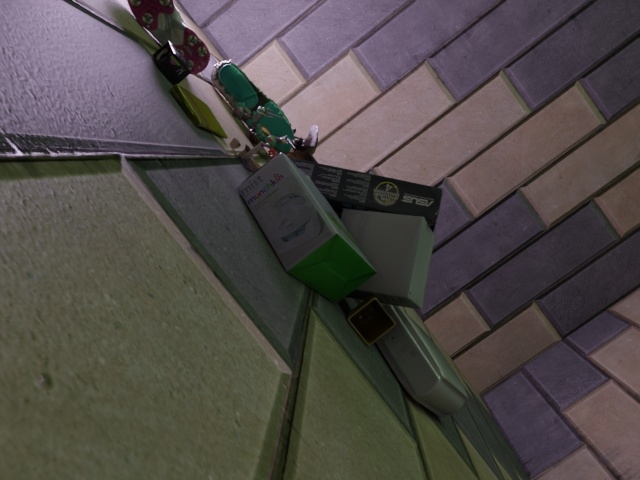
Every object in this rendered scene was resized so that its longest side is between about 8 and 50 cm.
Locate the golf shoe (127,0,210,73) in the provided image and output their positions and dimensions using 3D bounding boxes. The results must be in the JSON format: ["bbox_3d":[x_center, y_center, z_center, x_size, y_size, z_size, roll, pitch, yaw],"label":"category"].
[{"bbox_3d":[-0.421,-0.583,1.523,0.306,0.115,0.140,57,-6,-25],"label":"golf shoe"}]

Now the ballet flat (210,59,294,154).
[{"bbox_3d":[-0.249,-0.486,2.084,0.409,0.147,0.147,50,7,-27],"label":"ballet flat"}]

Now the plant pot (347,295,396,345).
[{"bbox_3d":[0.109,0.175,1.298,0.081,0.081,0.083,52,-1,-10],"label":"plant pot"}]

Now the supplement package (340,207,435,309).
[{"bbox_3d":[0.147,0.045,1.360,0.203,0.194,0.149,8,-14,25],"label":"supplement package"}]

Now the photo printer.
[{"bbox_3d":[0.258,0.315,1.458,0.307,0.107,0.256,45,11,-52],"label":"photo printer"}]

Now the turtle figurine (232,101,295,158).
[{"bbox_3d":[-0.193,-0.375,1.915,0.234,0.118,0.175,41,-10,34],"label":"turtle figurine"}]

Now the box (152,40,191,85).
[{"bbox_3d":[-0.340,-0.406,1.305,0.062,0.052,0.083,46,11,-42],"label":"box"}]

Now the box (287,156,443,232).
[{"bbox_3d":[0.110,-0.096,1.495,0.395,0.097,0.318,13,-11,9],"label":"box"}]

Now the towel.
[{"bbox_3d":[-0.275,-0.289,1.313,0.102,0.021,0.237,59,5,0],"label":"towel"}]

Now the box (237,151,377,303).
[{"bbox_3d":[-0.020,-0.021,1.191,0.231,0.127,0.262,56,7,28],"label":"box"}]

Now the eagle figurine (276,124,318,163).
[{"bbox_3d":[-0.071,-0.346,2.333,0.225,0.226,0.298,32,-3,38],"label":"eagle figurine"}]

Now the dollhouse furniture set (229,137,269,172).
[{"bbox_3d":[-0.164,-0.230,1.486,0.091,0.081,0.114,55,7,16],"label":"dollhouse furniture set"}]

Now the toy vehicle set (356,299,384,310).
[{"bbox_3d":[0.110,0.109,1.657,0.267,0.035,0.166,49,22,-30],"label":"toy vehicle set"}]
